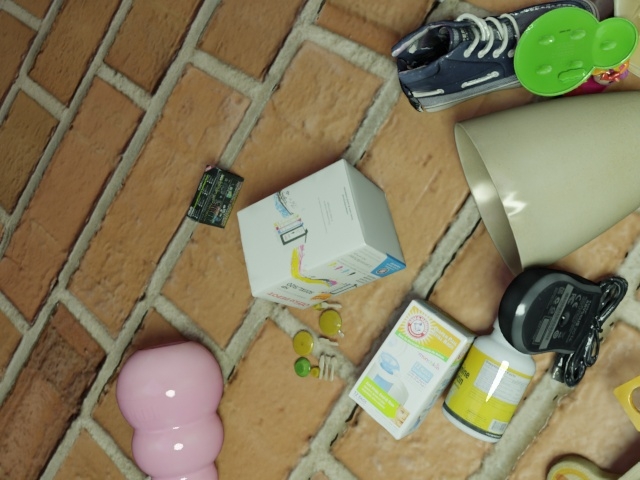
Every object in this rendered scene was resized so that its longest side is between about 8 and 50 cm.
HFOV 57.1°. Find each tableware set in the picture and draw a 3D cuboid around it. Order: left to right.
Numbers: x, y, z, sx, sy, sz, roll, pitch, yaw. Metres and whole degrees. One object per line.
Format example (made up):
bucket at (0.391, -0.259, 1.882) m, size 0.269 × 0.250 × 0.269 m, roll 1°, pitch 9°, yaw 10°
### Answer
tableware set at (-0.005, 0.190, 1.131) m, size 0.104 × 0.024 × 0.154 m, roll 4°, pitch 85°, yaw 31°

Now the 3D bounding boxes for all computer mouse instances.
computer mouse at (0.328, 0.107, 0.843) m, size 0.072 × 0.272 × 0.188 m, roll 32°, pitch 100°, yaw 47°

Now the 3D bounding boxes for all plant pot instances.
plant pot at (0.374, -0.111, 0.870) m, size 0.274 × 0.256 × 0.256 m, roll -23°, pitch 72°, yaw 8°

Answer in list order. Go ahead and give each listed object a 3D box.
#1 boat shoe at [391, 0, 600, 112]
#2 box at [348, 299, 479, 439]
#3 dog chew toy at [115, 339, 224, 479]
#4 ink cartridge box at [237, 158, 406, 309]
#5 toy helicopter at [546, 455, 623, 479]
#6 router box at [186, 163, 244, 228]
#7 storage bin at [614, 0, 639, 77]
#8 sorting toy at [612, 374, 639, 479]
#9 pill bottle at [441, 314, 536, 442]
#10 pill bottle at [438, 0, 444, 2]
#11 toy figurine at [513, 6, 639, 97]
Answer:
boat shoe at (0.282, -0.322, 0.976) m, size 0.340 × 0.158 × 0.127 m, roll -22°, pitch 73°, yaw 24°
box at (0.160, 0.212, 0.993) m, size 0.114 × 0.103 × 0.203 m, roll 37°, pitch 100°, yaw 26°
dog chew toy at (-0.282, 0.370, 1.155) m, size 0.206 × 0.206 × 0.332 m, roll -11°, pitch 85°, yaw 26°
ink cartridge box at (0.000, 0.000, 1.059) m, size 0.232 × 0.171 × 0.168 m, roll -25°, pitch 63°, yaw 24°
toy helicopter at (0.494, 0.381, 0.803) m, size 0.355 × 0.140 × 0.235 m, roll -3°, pitch 90°, yaw 38°
router box at (-0.221, -0.091, 1.243) m, size 0.038 × 0.092 × 0.122 m, roll 26°, pitch 94°, yaw 29°
storage bin at (0.540, -0.272, 0.777) m, size 0.260 × 0.262 × 0.123 m, roll 45°, pitch 101°, yaw 25°
sorting toy at (0.473, 0.320, 0.703) m, size 0.196 × 0.047 × 0.348 m, roll -59°, pitch 46°, yaw 28°
pill bottle at (0.275, 0.215, 0.932) m, size 0.103 × 0.103 × 0.184 m, roll 28°, pitch 95°, yaw 28°
pill bottle at (0.280, -0.551, 1.016) m, size 0.272 × 0.152 × 0.152 m, roll -41°, pitch 66°, yaw 17°
toy figurine at (0.411, -0.267, 0.897) m, size 0.173 × 0.159 × 0.130 m, roll 2°, pitch 87°, yaw 42°
